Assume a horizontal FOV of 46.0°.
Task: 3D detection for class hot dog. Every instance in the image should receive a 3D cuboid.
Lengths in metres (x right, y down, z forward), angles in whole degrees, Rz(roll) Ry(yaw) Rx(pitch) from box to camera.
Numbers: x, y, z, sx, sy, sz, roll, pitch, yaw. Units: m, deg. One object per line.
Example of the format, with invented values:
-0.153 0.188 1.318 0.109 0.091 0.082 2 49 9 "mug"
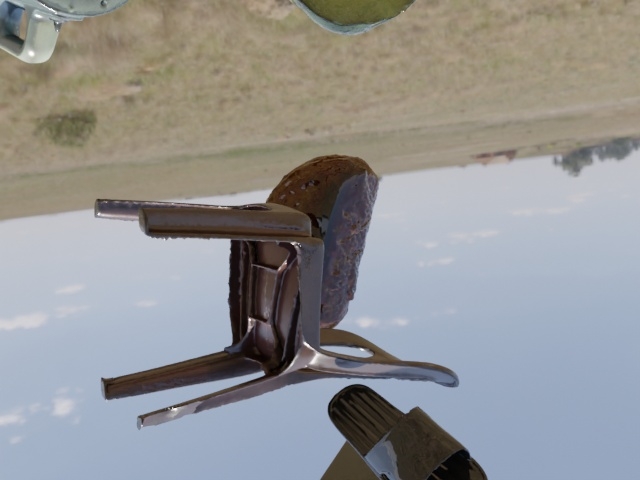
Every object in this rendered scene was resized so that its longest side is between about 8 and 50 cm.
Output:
0.000 0.000 0.956 0.160 0.227 0.099 21 179 -43 "hot dog"

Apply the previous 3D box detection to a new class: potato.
-0.001 -0.360 0.950 0.160 0.272 0.111 -39 176 -9 "potato"

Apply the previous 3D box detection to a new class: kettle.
-0.318 -0.308 0.859 0.160 0.211 0.243 -3 -166 -37 "kettle"

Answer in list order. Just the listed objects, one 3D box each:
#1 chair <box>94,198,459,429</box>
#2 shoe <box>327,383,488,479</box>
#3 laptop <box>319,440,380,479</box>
-0.029 0.057 0.703 0.326 0.183 0.175 -1 -174 -31 "chair"
0.059 0.154 0.600 0.062 0.053 0.159 -36 -140 -22 "shoe"
0.068 0.324 1.092 0.135 0.016 0.197 -19 -171 29 "laptop"
